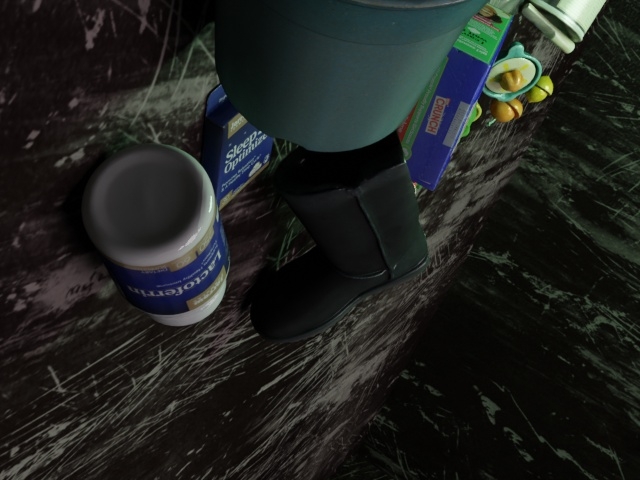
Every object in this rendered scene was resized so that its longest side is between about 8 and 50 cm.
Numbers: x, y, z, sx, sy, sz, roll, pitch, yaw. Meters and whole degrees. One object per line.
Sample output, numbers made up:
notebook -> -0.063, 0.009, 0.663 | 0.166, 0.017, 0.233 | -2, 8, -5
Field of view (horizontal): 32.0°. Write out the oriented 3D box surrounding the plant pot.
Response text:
plant pot -> 0.028, -0.284, 1.202 | 0.341, 0.341, 0.334 | -49, 170, -27

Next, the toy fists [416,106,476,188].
toy fists -> 0.236, -0.226, 2.359 | 0.279, 0.096, 0.142 | -53, 149, -15

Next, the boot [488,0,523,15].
boot -> 0.385, -0.547, 2.219 | 0.161, 0.083, 0.246 | -16, 135, -60

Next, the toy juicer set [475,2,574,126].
toy juicer set -> 0.441, -0.355, 2.428 | 0.209, 0.089, 0.329 | 10, 140, -28

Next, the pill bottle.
pill bottle -> -0.192, 0.005, 1.372 | 0.153, 0.153, 0.264 | -52, 164, -17

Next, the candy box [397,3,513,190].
candy box -> 0.237, -0.284, 2.077 | 0.317, 0.122, 0.268 | -61, 175, -59

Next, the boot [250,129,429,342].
boot -> 0.002, -0.001, 1.880 | 0.367, 0.146, 0.445 | -30, 158, -2

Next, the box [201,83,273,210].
box -> -0.111, -0.148, 1.545 | 0.136, 0.037, 0.225 | -47, 160, -35

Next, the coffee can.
coffee can -> 0.542, -0.591, 2.373 | 0.275, 0.202, 0.201 | -59, 165, 4

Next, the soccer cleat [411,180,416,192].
soccer cleat -> 0.135, -0.094, 2.260 | 0.108, 0.116, 0.318 | -51, 164, -25
